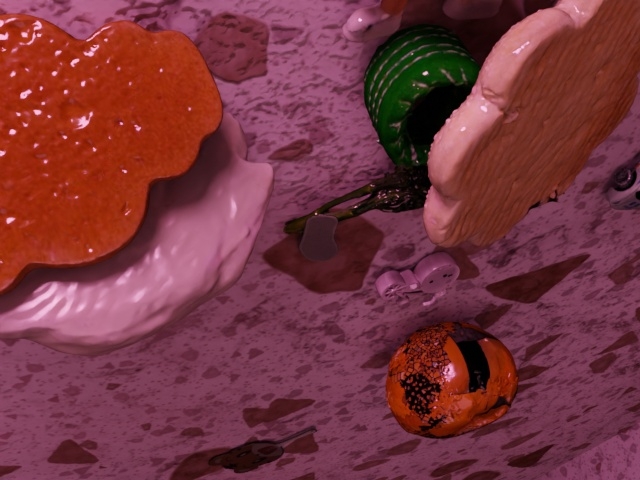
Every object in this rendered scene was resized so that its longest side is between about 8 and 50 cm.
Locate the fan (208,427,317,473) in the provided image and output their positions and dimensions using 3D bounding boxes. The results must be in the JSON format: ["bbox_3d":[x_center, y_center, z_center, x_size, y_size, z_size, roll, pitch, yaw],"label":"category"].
[{"bbox_3d":[-0.110,0.437,1.366,0.227,0.008,0.152,-27,143,11],"label":"fan"}]

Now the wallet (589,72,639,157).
[{"bbox_3d":[0.314,-0.155,0.770,0.095,0.033,0.190,-5,141,-17],"label":"wallet"}]

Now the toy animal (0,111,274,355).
[{"bbox_3d":[-0.209,-0.002,0.632,0.307,0.266,0.188,-53,173,-27],"label":"toy animal"}]

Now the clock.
[{"bbox_3d":[0.142,0.063,0.968,0.129,0.041,0.087,-15,141,-15],"label":"clock"}]

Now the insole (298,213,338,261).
[{"bbox_3d":[0.000,0.000,0.812,0.053,0.002,0.152,0,158,-5],"label":"insole"}]

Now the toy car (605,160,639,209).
[{"bbox_3d":[0.489,-0.107,0.900,0.096,0.056,0.205,9,135,-36],"label":"toy car"}]

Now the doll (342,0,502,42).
[{"bbox_3d":[0.103,-0.248,0.506,0.183,0.085,0.217,-13,152,-10],"label":"doll"}]

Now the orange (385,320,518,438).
[{"bbox_3d":[0.222,0.245,1.126,0.235,0.182,0.234,-23,147,-16],"label":"orange"}]

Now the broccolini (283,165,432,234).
[{"bbox_3d":[0.048,-0.051,0.784,0.201,0.058,0.073,-14,106,21],"label":"broccolini"}]

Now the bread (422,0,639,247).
[{"bbox_3d":[0.212,-0.114,0.639,0.316,0.054,0.316,-30,147,-22],"label":"bread"}]

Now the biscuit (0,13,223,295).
[{"bbox_3d":[-0.234,-0.064,0.506,0.334,0.047,0.201,-30,102,-17],"label":"biscuit"}]

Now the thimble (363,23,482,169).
[{"bbox_3d":[0.102,-0.138,0.641,0.118,0.090,0.130,-1,140,-28],"label":"thimble"}]
